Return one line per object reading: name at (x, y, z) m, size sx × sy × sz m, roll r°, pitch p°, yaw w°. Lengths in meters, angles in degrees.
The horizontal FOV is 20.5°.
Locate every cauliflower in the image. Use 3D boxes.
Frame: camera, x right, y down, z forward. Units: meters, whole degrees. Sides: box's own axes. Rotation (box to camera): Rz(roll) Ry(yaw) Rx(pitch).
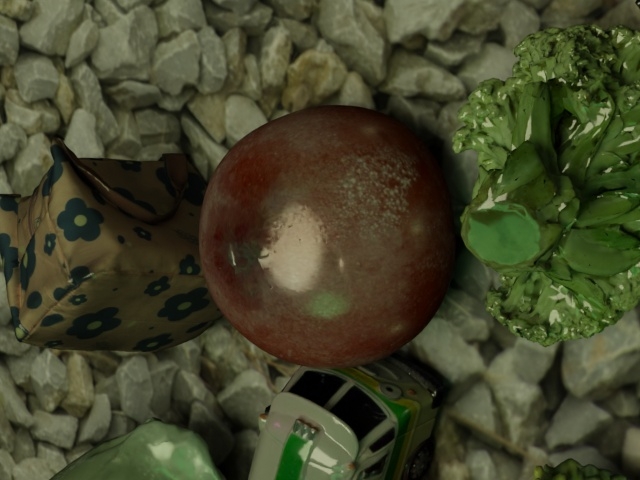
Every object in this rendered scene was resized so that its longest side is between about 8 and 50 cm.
cauliflower at (0.221, -0.050, 1.587) m, size 0.272 × 0.250 × 0.275 m, roll -27°, pitch 90°, yaw 39°

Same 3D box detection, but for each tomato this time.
tomato at (0.000, 0.000, 1.773) m, size 0.270 × 0.227 × 0.270 m, roll 7°, pitch 103°, yaw 36°

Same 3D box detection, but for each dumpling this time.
dumpling at (-0.230, 0.329, 2.053) m, size 0.321 × 0.270 × 0.211 m, roll 150°, pitch 121°, yaw -60°

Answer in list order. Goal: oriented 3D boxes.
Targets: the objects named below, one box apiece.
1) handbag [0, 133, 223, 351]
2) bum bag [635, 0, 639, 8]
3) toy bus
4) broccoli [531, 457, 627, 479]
handbag at (-0.223, 0.006, 1.931) m, size 0.190 × 0.251 × 0.193 m, roll -37°, pitch 62°, yaw 36°
bum bag at (0.298, -0.240, 1.617) m, size 0.124 × 0.034 × 0.058 m, roll 50°, pitch 134°, yaw 16°
toy bus at (0.004, 0.268, 1.865) m, size 0.143 × 0.179 × 0.305 m, roll 28°, pitch 116°, yaw 28°
broccoli at (0.250, 0.383, 1.649) m, size 0.293 × 0.281 × 0.347 m, roll -6°, pitch 96°, yaw 42°
